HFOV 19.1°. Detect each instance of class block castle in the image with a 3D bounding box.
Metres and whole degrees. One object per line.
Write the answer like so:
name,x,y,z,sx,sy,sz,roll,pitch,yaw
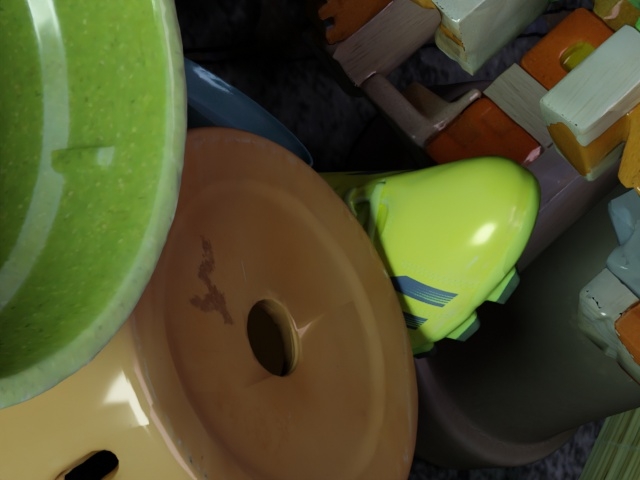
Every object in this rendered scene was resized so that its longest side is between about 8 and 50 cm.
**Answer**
block castle,0.182,-0.092,0.972,0.213,0.453,0.303,-41,155,-8

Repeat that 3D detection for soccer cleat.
soccer cleat,-0.001,0.001,0.993,0.121,0.289,0.093,33,66,-25

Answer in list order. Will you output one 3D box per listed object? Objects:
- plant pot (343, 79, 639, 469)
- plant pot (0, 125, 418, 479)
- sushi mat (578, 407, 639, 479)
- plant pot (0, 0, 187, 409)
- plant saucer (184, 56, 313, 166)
plant pot,0.173,0.014,1.228,0.263,0.229,0.263,11,76,-48
plant pot,-0.091,0.075,0.892,0.291,0.203,0.291,28,52,-42
sushi mat,0.195,0.191,1.233,0.019,0.151,0.317,34,73,-22
plant pot,-0.237,-0.058,0.743,0.276,0.254,0.276,18,68,-52
plant saucer,-0.059,-0.069,1.086,0.119,0.119,0.021,22,109,-45
